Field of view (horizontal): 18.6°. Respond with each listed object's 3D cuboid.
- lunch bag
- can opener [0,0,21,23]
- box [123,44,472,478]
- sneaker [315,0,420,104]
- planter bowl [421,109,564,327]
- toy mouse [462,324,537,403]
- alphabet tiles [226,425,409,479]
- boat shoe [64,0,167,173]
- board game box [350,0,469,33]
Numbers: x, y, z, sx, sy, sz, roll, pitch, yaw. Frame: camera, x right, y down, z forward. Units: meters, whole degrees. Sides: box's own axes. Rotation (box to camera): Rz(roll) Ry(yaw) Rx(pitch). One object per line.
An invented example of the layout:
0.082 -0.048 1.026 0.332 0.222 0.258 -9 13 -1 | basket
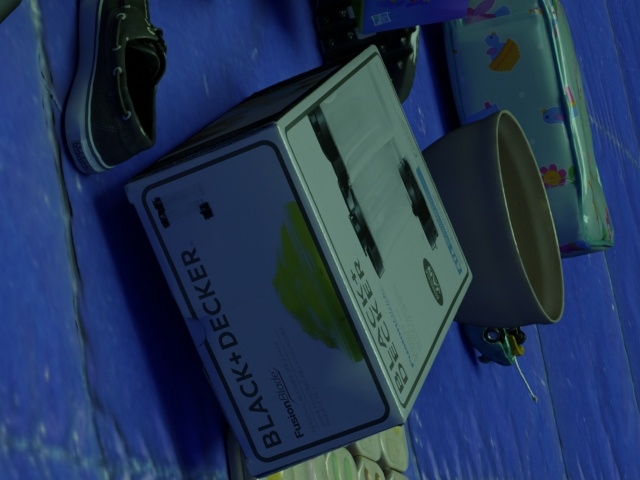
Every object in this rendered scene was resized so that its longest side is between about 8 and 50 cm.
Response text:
0.191 -0.107 1.801 0.224 0.108 0.279 9 70 -78 | lunch bag
-0.170 -0.104 0.766 0.095 0.076 0.283 38 27 -8 | can opener
0.000 0.000 1.088 0.290 0.087 0.169 -46 115 -73 | box
0.040 -0.199 1.448 0.106 0.078 0.234 27 49 -65 | sneaker
0.106 -0.005 1.448 0.162 0.109 0.162 -15 90 -74 | planter bowl
0.136 0.049 1.632 0.143 0.031 0.161 37 42 -64 | toy mouse
0.005 0.125 1.179 0.284 0.021 0.278 35 43 -64 | alphabet tiles
-0.098 -0.089 0.991 0.142 0.040 0.049 -87 156 -43 | boat shoe
0.031 -0.348 1.312 0.233 0.078 0.347 93 -15 -60 | board game box
